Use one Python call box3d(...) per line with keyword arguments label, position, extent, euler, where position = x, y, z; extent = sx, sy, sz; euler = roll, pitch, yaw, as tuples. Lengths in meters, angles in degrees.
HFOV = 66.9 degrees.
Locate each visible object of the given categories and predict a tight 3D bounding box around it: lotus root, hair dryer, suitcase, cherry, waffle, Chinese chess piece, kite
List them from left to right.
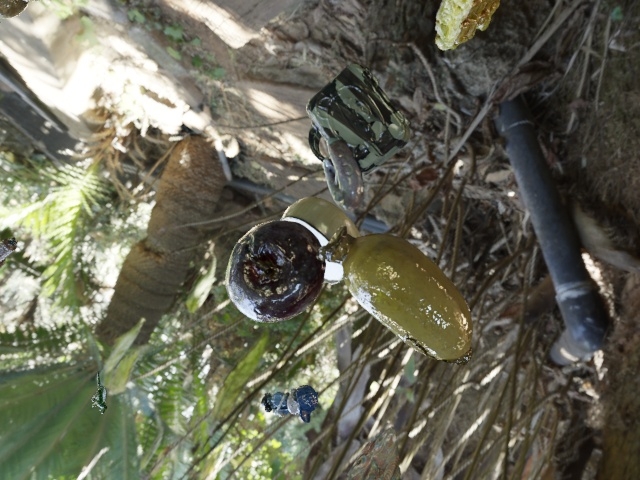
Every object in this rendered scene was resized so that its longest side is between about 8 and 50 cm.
box3d(label="hair dryer", position=(-0.820, 0.040, 1.228), extent=(0.064, 0.181, 0.117), euler=(49, -158, -25))
box3d(label="cherry", position=(-0.080, 0.053, 0.889), extent=(0.195, 0.195, 0.195), euler=(30, 164, 9))
box3d(label="Chinese chess piece", position=(0.000, 0.000, 1.353), extent=(0.257, 0.104, 0.257), euler=(33, 149, 23))
box3d(label="suitcase", position=(0.114, -0.413, 1.752), extent=(0.352, 0.339, 0.194), euler=(55, -162, 6))
box3d(label="kite", position=(0.127, 0.458, 0.905), extent=(0.016, 0.127, 0.229), euler=(15, 135, 53))
box3d(label="lotus root", position=(0.137, 0.080, 0.788), extent=(0.303, 0.131, 0.146), euler=(40, -179, 0))
box3d(label="waffle", position=(0.287, -0.443, 0.827), extent=(0.057, 0.219, 0.229), euler=(39, 143, 15))

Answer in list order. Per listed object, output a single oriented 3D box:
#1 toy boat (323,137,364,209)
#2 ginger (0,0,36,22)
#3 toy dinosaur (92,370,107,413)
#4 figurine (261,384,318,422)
box3d(label="toy boat", position=(0.050, -0.185, 1.401), extent=(0.155, 0.085, 0.227), euler=(106, 148, -53))
box3d(label="ginger", position=(-0.512, -0.399, 0.772), extent=(0.204, 0.104, 0.080), euler=(-10, 134, 25))
box3d(label="toy dinosaur", position=(-0.576, 0.399, 1.276), extent=(0.029, 0.120, 0.060), euler=(16, 141, -42))
box3d(label="figurine", position=(-0.075, 0.419, 1.251), extent=(0.149, 0.087, 0.086), euler=(-9, 117, 29))
